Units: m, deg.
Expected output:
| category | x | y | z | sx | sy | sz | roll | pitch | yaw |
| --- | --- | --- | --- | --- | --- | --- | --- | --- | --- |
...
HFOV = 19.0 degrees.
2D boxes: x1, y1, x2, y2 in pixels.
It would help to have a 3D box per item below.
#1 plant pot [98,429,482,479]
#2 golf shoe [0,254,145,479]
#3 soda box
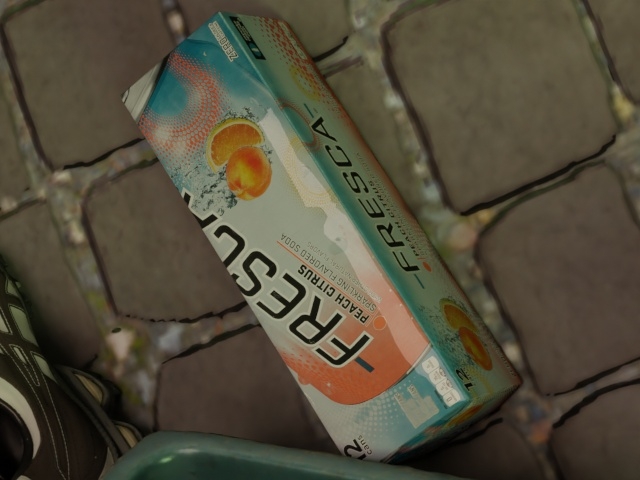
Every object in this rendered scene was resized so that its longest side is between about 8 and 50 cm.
| category | x | y | z | sx | sy | sz | roll | pitch | yaw |
| --- | --- | --- | --- | --- | --- | --- | --- | --- | --- |
| plant pot | 0.008 | 0.250 | 0.659 | 0.247 | 0.248 | 0.252 | 6 | 122 | 26 |
| golf shoe | -0.161 | 0.052 | 0.817 | 0.198 | 0.094 | 0.077 | 37 | 108 | 22 |
| soda box | 0.000 | 0.000 | 0.752 | 0.058 | 0.063 | 0.183 | -38 | 76 | 22 |
